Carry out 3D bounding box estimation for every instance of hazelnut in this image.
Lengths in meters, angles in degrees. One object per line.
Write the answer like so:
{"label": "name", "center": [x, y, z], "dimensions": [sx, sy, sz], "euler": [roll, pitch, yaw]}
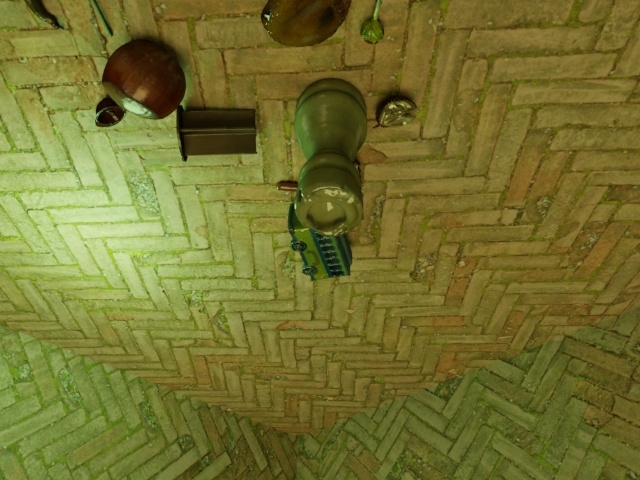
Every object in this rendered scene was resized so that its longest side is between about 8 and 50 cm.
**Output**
{"label": "hazelnut", "center": [-0.474, -0.437, 1.288], "dimensions": [0.214, 0.176, 0.214], "euler": [-14, 126, -20]}

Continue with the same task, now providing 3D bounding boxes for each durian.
{"label": "durian", "center": [0.211, -0.380, 1.393], "dimensions": [0.140, 0.071, 0.110], "euler": [-27, 136, 10]}

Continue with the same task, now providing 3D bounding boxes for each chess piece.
{"label": "chess piece", "center": [0.024, -0.229, 1.292], "dimensions": [0.234, 0.442, 0.234], "euler": [2, 138, 2]}

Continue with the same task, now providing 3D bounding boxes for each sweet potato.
{"label": "sweet potato", "center": [-0.731, -0.606, 1.211], "dimensions": [0.041, 0.038, 0.153], "euler": [4, 145, 32]}

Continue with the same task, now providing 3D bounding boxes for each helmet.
{"label": "helmet", "center": [-0.642, -0.395, 1.417], "dimensions": [0.111, 0.057, 0.089], "euler": [-31, 170, 36]}

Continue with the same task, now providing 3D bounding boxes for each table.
{"label": "table", "center": [-0.306, -0.326, 1.426], "dimensions": [0.226, 0.167, 0.167], "euler": [-3, 138, -8]}

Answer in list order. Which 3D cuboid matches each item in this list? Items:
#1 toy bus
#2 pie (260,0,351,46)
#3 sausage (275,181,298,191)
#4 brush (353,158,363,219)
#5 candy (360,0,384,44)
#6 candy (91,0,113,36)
{"label": "toy bus", "center": [0.000, 0.000, 1.751], "dimensions": [0.190, 0.152, 0.312], "euler": [-9, 136, 13]}
{"label": "pie", "center": [-0.025, -0.566, 1.133], "dimensions": [0.273, 0.069, 0.273], "euler": [-26, 172, -4]}
{"label": "sausage", "center": [-0.084, -0.185, 1.642], "dimensions": [0.147, 0.035, 0.030], "euler": [4, 105, -3]}
{"label": "brush", "center": [0.116, -0.162, 1.640], "dimensions": [0.084, 0.071, 0.301], "euler": [-10, 141, 8]}
{"label": "candy", "center": [0.144, -0.596, 1.186], "dimensions": [0.062, 0.058, 0.194], "euler": [1, 129, -11]}
{"label": "candy", "center": [-0.589, -0.636, 1.151], "dimensions": [0.083, 0.091, 0.305], "euler": [21, 150, 21]}
